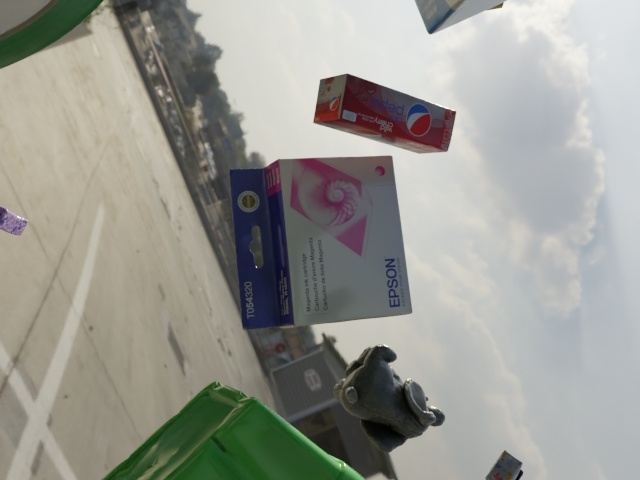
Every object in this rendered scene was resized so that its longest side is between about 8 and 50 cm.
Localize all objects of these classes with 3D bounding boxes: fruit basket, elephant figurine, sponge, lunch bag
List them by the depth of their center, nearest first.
[{"bbox_3d":[-0.117,0.409,0.787,0.283,0.391,0.392,-8,-75,63],"label":"fruit basket"},{"bbox_3d":[-0.524,-0.074,0.902,0.210,0.031,0.117,29,-9,-6],"label":"sponge"},{"bbox_3d":[0.155,0.330,1.264,0.239,0.186,0.169,43,-31,-1],"label":"elephant figurine"},{"bbox_3d":[0.366,0.466,1.273,0.053,0.071,0.083,33,-21,28],"label":"lunch bag"}]

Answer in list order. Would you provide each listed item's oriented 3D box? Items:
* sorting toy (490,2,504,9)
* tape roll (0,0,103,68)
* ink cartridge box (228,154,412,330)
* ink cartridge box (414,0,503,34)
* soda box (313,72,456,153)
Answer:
[{"bbox_3d":[0.295,-0.475,1.074,0.228,0.041,0.307,20,-13,12],"label":"sorting toy"},{"bbox_3d":[-0.284,-0.224,0.440,0.077,0.321,0.321,60,-8,7],"label":"tape roll"},{"bbox_3d":[0.000,0.000,1.251,0.071,0.329,0.324,144,-59,-73],"label":"ink cartridge box"},{"bbox_3d":[0.130,-0.449,0.651,0.285,0.166,0.395,-97,163,-83],"label":"ink cartridge box"},{"bbox_3d":[0.121,-0.227,1.177,0.092,0.263,0.084,8,-92,57],"label":"soda box"}]
